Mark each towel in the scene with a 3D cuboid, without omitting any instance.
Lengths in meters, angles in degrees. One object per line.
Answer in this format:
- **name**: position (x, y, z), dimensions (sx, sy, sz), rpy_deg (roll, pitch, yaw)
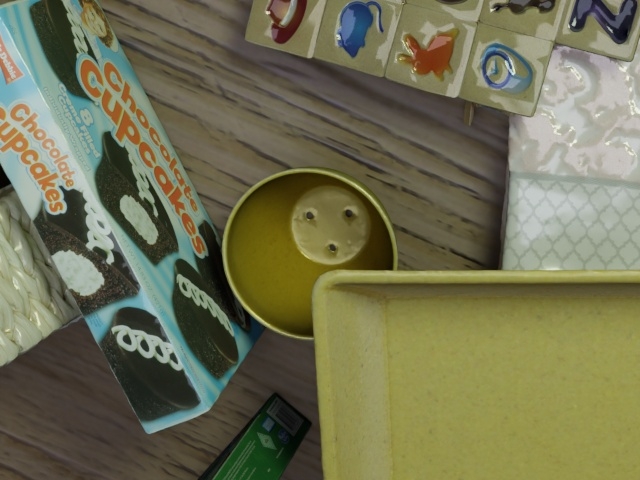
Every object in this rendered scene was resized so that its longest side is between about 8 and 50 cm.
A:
- **towel**: position (0.298, -0.092, 1.083), dimensions (0.331, 0.053, 0.317), rpy_deg (7, 103, 13)

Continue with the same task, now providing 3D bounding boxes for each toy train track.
- **toy train track**: position (0.126, -0.107, 1.126), dimensions (0.014, 0.083, 0.048), rpy_deg (-3, 108, -25)

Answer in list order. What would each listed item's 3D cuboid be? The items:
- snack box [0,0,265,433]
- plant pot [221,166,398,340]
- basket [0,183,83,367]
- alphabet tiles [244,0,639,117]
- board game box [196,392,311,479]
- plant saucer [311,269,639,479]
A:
- **snack box**: position (-0.156, -0.034, 1.139), dimensions (0.060, 0.187, 0.322), rpy_deg (-24, 100, 16)
- **plant pot**: position (0.000, 0.000, 1.165), dimensions (0.134, 0.095, 0.134), rpy_deg (3, 105, 11)
- **basket**: position (-0.405, -0.002, 1.127), dimensions (0.331, 0.266, 0.328), rpy_deg (-20, 102, 32)
- **alphabet tiles**: position (0.084, -0.255, 1.085), dimensions (0.342, 0.011, 0.285), rpy_deg (17, 100, 15)
- **board game box**: position (-0.121, 0.255, 1.144), dimensions (0.046, 0.317, 0.213), rpy_deg (42, 109, 0)
- **plant saucer**: position (0.169, 0.159, 1.110), dimensions (0.332, 0.081, 0.333), rpy_deg (0, 113, 7)
